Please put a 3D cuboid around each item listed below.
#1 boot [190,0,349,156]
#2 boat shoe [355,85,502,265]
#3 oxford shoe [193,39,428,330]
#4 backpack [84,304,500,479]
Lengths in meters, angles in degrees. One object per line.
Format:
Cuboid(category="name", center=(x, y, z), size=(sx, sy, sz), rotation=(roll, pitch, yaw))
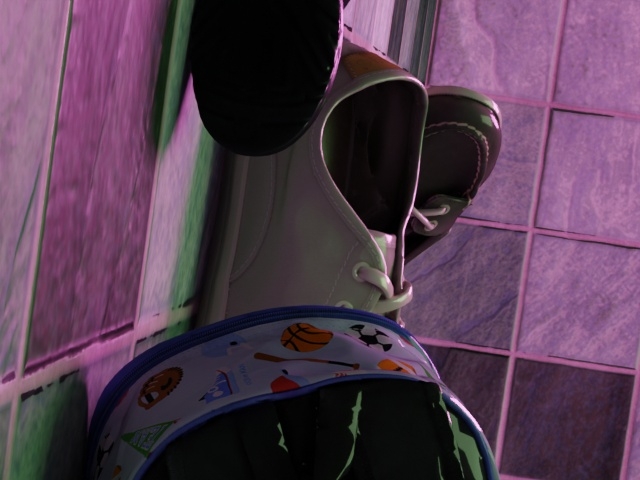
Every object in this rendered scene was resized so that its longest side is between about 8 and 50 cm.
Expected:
Cuboid(category="boot", center=(-0.017, -0.165, 1.204), size=(0.207, 0.094, 0.246), rotation=(37, 56, -79))
Cuboid(category="boat shoe", center=(0.046, -0.009, 1.454), size=(0.335, 0.112, 0.095), rotation=(-42, -144, 52))
Cuboid(category="oxford shoe", center=(-0.001, 0.065, 1.297), size=(0.169, 0.130, 0.449), rotation=(10, 85, -55))
Cuboid(category="backpack", center=(-0.013, 0.168, 1.006), size=(0.213, 0.276, 0.263), rotation=(-128, -151, -55))
